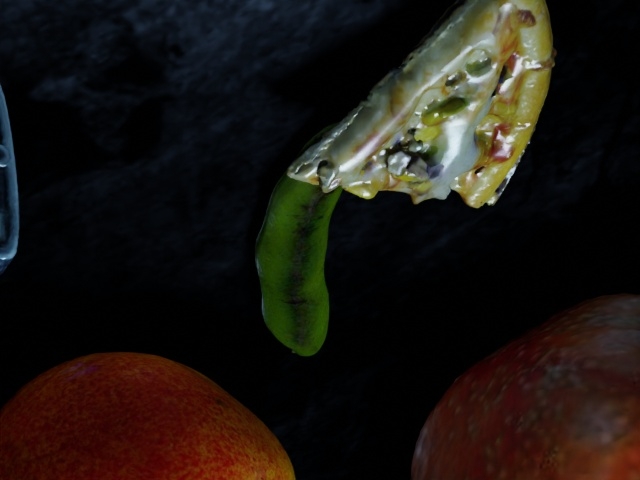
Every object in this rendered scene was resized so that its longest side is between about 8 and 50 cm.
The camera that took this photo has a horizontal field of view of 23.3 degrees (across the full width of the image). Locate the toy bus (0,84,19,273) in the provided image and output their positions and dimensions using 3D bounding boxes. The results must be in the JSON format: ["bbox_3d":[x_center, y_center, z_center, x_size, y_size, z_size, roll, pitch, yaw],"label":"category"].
[{"bbox_3d":[-0.294,-0.024,0.718,0.271,0.133,0.165,10,140,-32],"label":"toy bus"}]

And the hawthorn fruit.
[{"bbox_3d":[0.186,0.201,1.132,0.369,0.285,0.284,-25,147,31],"label":"hawthorn fruit"}]

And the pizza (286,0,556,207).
[{"bbox_3d":[0.063,-0.073,0.873,0.176,0.036,0.185,-20,143,-31],"label":"pizza"}]

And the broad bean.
[{"bbox_3d":[-0.005,0.000,0.966,0.069,0.039,0.227,-3,139,-22],"label":"broad bean"}]

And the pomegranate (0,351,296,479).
[{"bbox_3d":[-0.112,0.185,1.016,0.221,0.221,0.256,-35,159,20],"label":"pomegranate"}]
